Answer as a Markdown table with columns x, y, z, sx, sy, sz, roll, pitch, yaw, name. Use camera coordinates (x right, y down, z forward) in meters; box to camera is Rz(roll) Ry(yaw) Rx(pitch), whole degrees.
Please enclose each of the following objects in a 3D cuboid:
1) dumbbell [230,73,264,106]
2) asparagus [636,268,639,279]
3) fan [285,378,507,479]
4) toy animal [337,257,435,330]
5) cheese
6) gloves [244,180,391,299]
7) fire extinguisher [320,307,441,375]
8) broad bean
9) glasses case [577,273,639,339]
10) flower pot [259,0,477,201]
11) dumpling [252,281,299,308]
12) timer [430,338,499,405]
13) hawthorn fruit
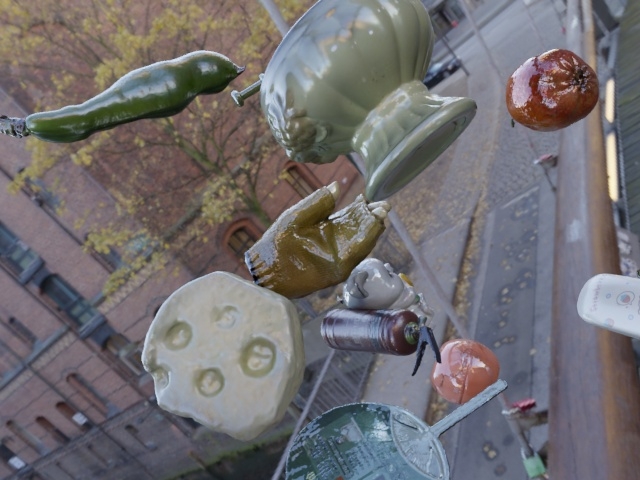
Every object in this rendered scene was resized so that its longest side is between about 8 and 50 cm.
| x | y | z | sx | sy | sz | roll | pitch | yaw | name |
| --- | --- | --- | --- | --- | --- | --- | --- | --- | --- |
| -0.193 | -0.420 | 1.533 | 0.118 | 0.046 | 0.052 | -36 | 36 | -14 | dumbbell |
| 0.701 | 0.173 | 1.044 | 0.080 | 0.287 | 0.080 | -17 | -21 | -7 | asparagus |
| 0.091 | 0.282 | 0.647 | 0.294 | 0.012 | 0.223 | -14 | 38 | 16 | fan |
| 0.147 | 0.139 | 1.354 | 0.154 | 0.325 | 0.208 | -54 | 41 | 10 | toy animal |
| -0.180 | 0.225 | 1.051 | 0.318 | 0.326 | 0.115 | -21 | -15 | 7 | cheese |
| -0.003 | 0.006 | 1.209 | 0.356 | 0.203 | 0.155 | -30 | -16 | 11 | gloves |
| 0.136 | 0.217 | 1.202 | 0.344 | 0.102 | 0.138 | -8 | 63 | 54 | fire extinguisher |
| -0.227 | -0.181 | 0.663 | 0.318 | 0.098 | 0.056 | -21 | -30 | -30 | broad bean |
| 0.436 | 0.094 | 0.721 | 0.204 | 0.051 | 0.081 | 12 | 78 | 62 | glasses case |
| 0.079 | -0.213 | 0.851 | 0.307 | 0.244 | 0.307 | -39 | -12 | -10 | flower pot |
| -0.117 | 0.129 | 1.371 | 0.134 | 0.169 | 0.100 | 11 | 15 | 36 | dumpling |
| 0.500 | 0.457 | 1.900 | 0.229 | 0.215 | 0.229 | 15 | -90 | -78 | timer |
| 0.445 | -0.295 | 1.147 | 0.165 | 0.165 | 0.285 | -44 | 8 | -7 | hawthorn fruit |
